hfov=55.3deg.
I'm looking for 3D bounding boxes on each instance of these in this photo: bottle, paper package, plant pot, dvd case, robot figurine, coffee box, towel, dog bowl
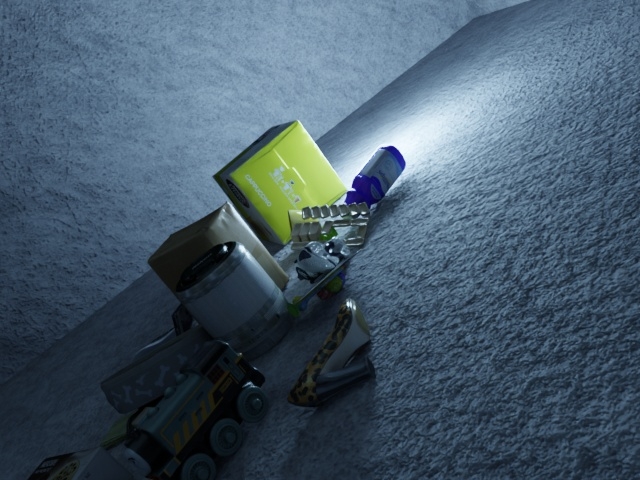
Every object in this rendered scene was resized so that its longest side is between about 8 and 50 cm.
[{"bbox_3d":[0.164,-0.182,1.982,0.092,0.118,0.282,18,63,48],"label":"bottle"},{"bbox_3d":[-0.314,0.093,1.871,0.310,0.324,0.168,-24,22,36],"label":"paper package"},{"bbox_3d":[-0.054,-0.046,2.091,0.095,0.134,0.134,-10,16,-6],"label":"plant pot"},{"bbox_3d":[-0.416,0.237,2.017,0.018,0.164,0.221,10,37,17],"label":"dvd case"},{"bbox_3d":[0.000,0.000,1.927,0.115,0.067,0.101,-42,30,-15],"label":"robot figurine"},{"bbox_3d":[-0.165,-0.224,2.379,0.338,0.337,0.334,-41,18,-13],"label":"coffee box"},{"bbox_3d":[-0.551,0.526,1.724,0.148,0.027,0.110,-31,17,19],"label":"towel"},{"bbox_3d":[-0.609,0.610,1.461,0.297,0.118,0.168,-23,23,39],"label":"coffee box"},{"bbox_3d":[-0.435,0.351,1.682,0.349,0.102,0.349,-29,1,1],"label":"dog bowl"}]

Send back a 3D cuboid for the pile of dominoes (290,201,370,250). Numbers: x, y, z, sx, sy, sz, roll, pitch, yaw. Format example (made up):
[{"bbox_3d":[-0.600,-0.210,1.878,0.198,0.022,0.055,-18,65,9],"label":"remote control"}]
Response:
[{"bbox_3d":[0.035,-0.035,1.873,0.251,0.040,0.195,-3,44,23],"label":"pile of dominoes"}]

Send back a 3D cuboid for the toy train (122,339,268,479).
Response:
[{"bbox_3d":[-0.254,0.366,1.266,0.142,0.190,0.334,-16,27,51],"label":"toy train"}]

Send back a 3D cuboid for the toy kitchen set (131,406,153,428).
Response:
[{"bbox_3d":[-0.296,0.387,1.413,0.166,0.122,0.207,-16,27,50],"label":"toy kitchen set"}]

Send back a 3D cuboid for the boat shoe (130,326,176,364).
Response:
[{"bbox_3d":[-0.534,0.356,2.055,0.228,0.080,0.076,-40,9,-10],"label":"boat shoe"}]

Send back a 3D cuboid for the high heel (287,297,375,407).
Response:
[{"bbox_3d":[0.009,0.224,1.268,0.186,0.093,0.261,-27,28,12],"label":"high heel"}]

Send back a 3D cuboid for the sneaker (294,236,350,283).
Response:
[{"bbox_3d":[-0.026,0.073,1.692,0.153,0.094,0.235,-43,-4,27],"label":"sneaker"}]

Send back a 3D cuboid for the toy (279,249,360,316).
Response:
[{"bbox_3d":[0.013,0.123,1.577,0.237,0.056,0.137,-34,-4,-33],"label":"toy"}]

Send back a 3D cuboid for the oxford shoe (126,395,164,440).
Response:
[{"bbox_3d":[-0.433,0.459,1.570,0.096,0.082,0.227,-32,18,11],"label":"oxford shoe"}]

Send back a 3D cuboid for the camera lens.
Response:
[{"bbox_3d":[-0.228,0.156,1.620,0.219,0.274,0.219,-34,18,12],"label":"camera lens"}]
